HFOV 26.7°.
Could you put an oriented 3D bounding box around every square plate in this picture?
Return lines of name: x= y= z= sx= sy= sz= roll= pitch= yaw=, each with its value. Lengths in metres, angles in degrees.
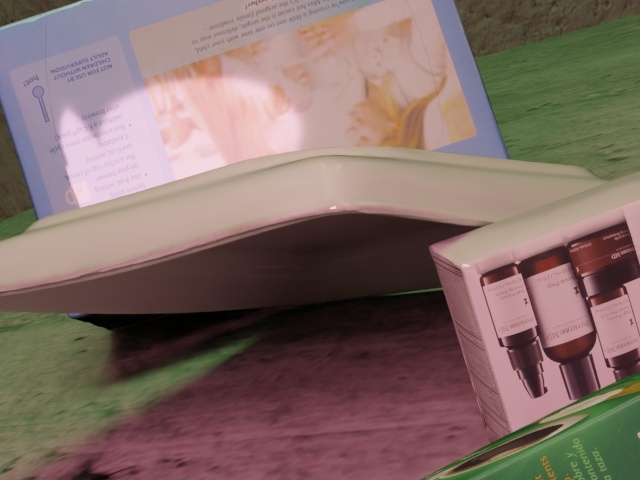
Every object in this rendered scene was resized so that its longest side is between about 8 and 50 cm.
square plate: x=0.000 y=0.000 z=0.783 sx=0.344 sy=0.049 sz=0.347 roll=-13 pitch=-10 yaw=42

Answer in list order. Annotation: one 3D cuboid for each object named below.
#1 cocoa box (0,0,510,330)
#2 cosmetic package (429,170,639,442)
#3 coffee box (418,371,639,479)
cocoa box: x=-0.054 y=-0.089 z=1.077 sx=0.347 sy=0.231 sz=0.228 roll=-18 pitch=-5 yaw=-2
cosmetic package: x=0.179 y=0.012 z=0.601 sx=0.239 sy=0.099 sz=0.060 roll=-20 pitch=12 yaw=-7
coffee box: x=0.071 y=0.088 z=0.459 sx=0.184 sy=0.040 sz=0.113 roll=-21 pitch=-8 yaw=-24
